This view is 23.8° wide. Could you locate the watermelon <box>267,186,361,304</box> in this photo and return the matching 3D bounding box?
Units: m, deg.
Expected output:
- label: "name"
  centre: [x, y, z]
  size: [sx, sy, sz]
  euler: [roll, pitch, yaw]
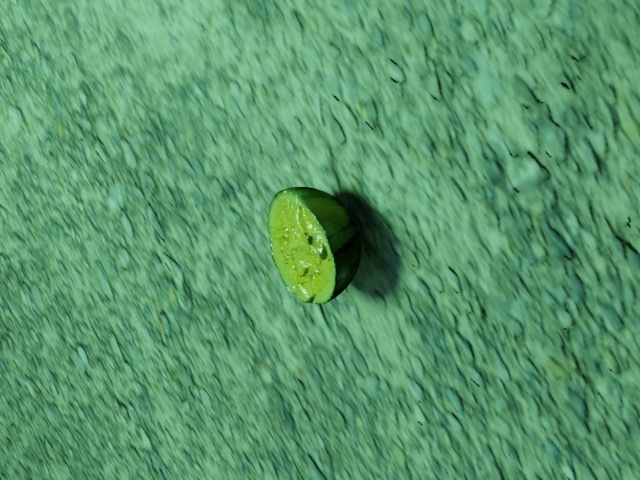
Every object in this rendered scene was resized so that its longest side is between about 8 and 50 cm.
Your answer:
- label: "watermelon"
  centre: [0.000, 0.000, 1.311]
  size: [0.105, 0.062, 0.105]
  euler: [42, 143, 44]
